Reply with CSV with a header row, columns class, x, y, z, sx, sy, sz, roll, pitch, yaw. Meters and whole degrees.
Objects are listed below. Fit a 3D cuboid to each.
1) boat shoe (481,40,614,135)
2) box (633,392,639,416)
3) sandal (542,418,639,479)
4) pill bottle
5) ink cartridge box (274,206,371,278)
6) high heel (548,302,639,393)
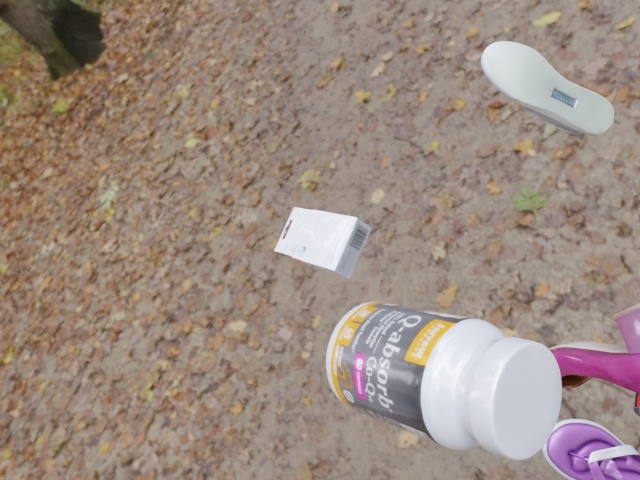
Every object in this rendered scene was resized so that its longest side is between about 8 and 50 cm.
class,x,y,z,sx,sy,sz,roll,pitch,yaw
boat shoe,0.343,-0.228,0.942,0.079,0.227,0.081,-61,5,-1
box,0.652,0.227,1.105,0.114,0.036,0.207,-5,55,45
sandal,0.786,0.606,1.603,0.169,0.416,0.102,-62,9,-9
pill bottle,0.147,0.171,0.770,0.278,0.162,0.162,2,58,54
ink cartridge box,0.000,0.000,0.681,0.115,0.029,0.063,14,77,51
high heel,0.501,0.254,1.059,0.127,0.377,0.181,-7,63,-15
